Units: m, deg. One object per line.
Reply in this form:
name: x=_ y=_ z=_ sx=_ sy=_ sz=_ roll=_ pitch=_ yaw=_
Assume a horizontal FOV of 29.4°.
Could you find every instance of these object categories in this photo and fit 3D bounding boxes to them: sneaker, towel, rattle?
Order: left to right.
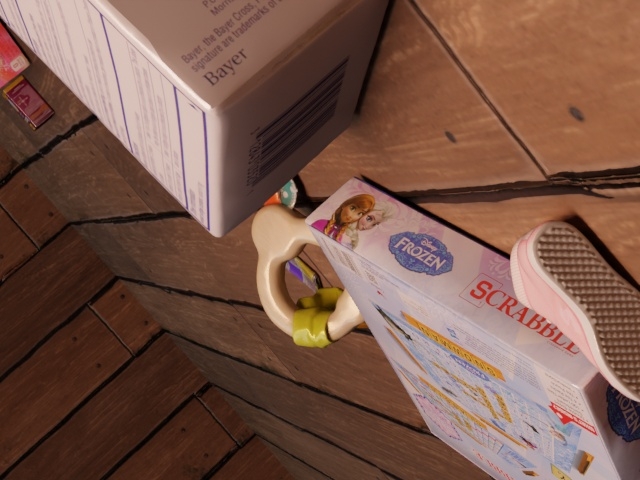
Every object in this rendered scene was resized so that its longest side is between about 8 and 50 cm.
towel: x=-0.027 y=0.033 z=1.451 sx=0.083 sy=0.009 sz=0.060 roll=40 pitch=166 yaw=26
rattle: x=0.000 y=0.000 z=1.233 sx=0.130 sy=0.142 sz=0.200 roll=-41 pitch=74 yaw=45
sneaker: x=0.172 y=0.045 z=0.788 sx=0.134 sy=0.051 sz=0.070 roll=52 pitch=168 yaw=-4

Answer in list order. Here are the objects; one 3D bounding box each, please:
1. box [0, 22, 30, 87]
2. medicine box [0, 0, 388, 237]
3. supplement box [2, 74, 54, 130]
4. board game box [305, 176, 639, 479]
box: x=-0.596 y=-0.352 z=1.830 sx=0.154 sy=0.142 sz=0.300 roll=34 pitch=161 yaw=46
medicine box: x=-0.114 y=-0.179 z=0.820 sx=0.289 sy=0.149 sz=0.263 roll=46 pitch=167 yaw=8
supplement box: x=-0.497 y=-0.233 z=2.075 sx=0.083 sy=0.043 sz=0.055 roll=49 pitch=165 yaw=-8
board game box: x=0.160 y=0.124 z=1.007 sx=0.318 sy=0.066 sz=0.318 roll=32 pitch=160 yaw=47
